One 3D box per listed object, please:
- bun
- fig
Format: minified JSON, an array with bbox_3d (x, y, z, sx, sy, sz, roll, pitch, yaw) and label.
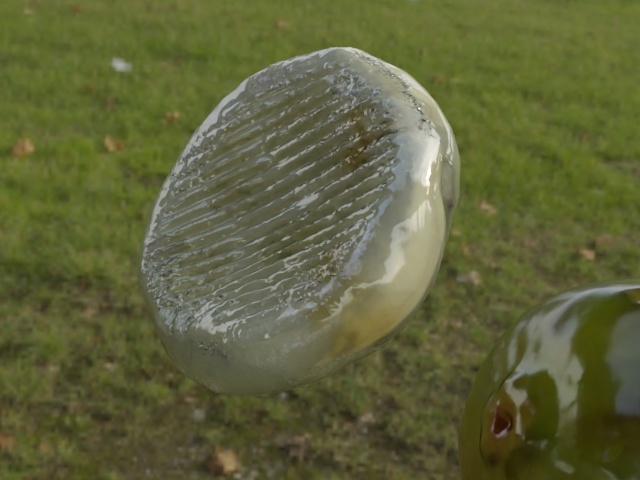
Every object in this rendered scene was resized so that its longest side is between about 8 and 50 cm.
[{"bbox_3d":[0.000,0.000,0.598,0.102,0.183,0.183,35,-6,-41],"label":"bun"},{"bbox_3d":[0.202,0.118,0.724,0.230,0.207,0.207,-7,21,-16],"label":"fig"}]
